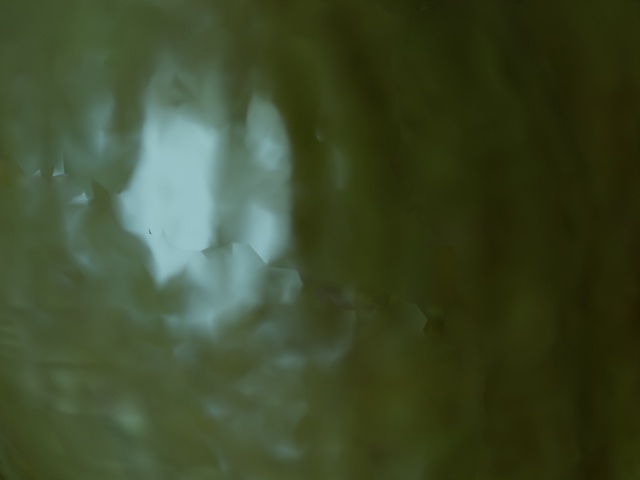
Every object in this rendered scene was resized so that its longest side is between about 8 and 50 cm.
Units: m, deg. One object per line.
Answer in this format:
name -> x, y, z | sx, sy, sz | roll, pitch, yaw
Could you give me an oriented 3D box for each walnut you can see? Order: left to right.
walnut -> 0.000, 0.000, 0.451 | 0.203, 0.203, 0.298 | -1, 118, 13
